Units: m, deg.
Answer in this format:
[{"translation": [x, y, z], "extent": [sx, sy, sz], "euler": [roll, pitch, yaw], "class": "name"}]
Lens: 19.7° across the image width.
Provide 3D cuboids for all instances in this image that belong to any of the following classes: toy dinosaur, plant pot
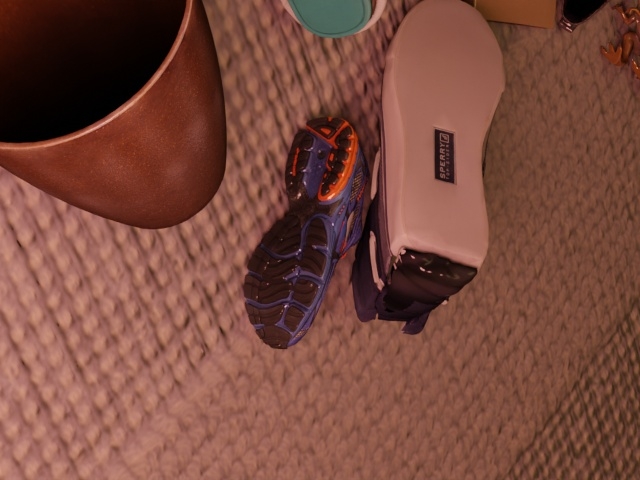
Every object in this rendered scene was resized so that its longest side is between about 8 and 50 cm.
[{"translation": [0.387, -0.221, 2.164], "extent": [0.112, 0.064, 0.212], "euler": [-39, 125, -42], "class": "toy dinosaur"}, {"translation": [-0.161, -0.108, 1.413], "extent": [0.215, 0.215, 0.230], "euler": [-66, 154, -19], "class": "plant pot"}]

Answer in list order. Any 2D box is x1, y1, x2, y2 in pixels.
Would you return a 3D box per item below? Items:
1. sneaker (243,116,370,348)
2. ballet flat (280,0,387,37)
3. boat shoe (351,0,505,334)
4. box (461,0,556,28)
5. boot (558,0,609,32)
[{"translation": [0.000, 0.000, 1.709], "extent": [0.087, 0.083, 0.221], "euler": [38, 69, -53], "class": "sneaker"}, {"translation": [-0.027, -0.363, 1.593], "extent": [0.139, 0.139, 0.400], "euler": [-50, 136, -34], "class": "ballet flat"}, {"translation": [0.092, -0.071, 1.797], "extent": [0.127, 0.158, 0.341], "euler": [18, 53, -13], "class": "boat shoe"}, {"translation": [0.209, -0.331, 1.957], "extent": [0.164, 0.021, 0.201], "euler": [-2, 97, -51], "class": "box"}, {"translation": [0.367, -0.360, 2.020], "extent": [0.229, 0.091, 0.263], "euler": [-45, 166, -41], "class": "boot"}]
